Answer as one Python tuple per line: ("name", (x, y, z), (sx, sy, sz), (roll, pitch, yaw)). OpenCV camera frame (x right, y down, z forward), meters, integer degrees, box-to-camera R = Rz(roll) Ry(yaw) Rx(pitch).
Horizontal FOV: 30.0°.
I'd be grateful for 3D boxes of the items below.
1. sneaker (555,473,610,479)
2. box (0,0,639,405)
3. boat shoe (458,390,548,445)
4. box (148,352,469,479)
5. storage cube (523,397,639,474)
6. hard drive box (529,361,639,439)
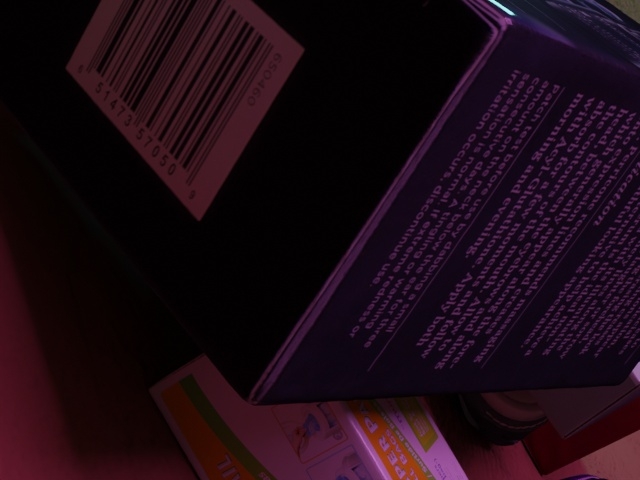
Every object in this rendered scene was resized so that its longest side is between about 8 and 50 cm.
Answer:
("sneaker", (0.240, 0.254, 1.076), (0.223, 0.098, 0.083), (21, 42, -57))
("box", (0.056, -0.079, 0.717), (0.395, 0.212, 0.293), (6, 33, -52))
("boat shoe", (0.126, 0.053, 1.151), (0.099, 0.116, 0.319), (102, -32, -52))
("box", (0.009, 0.138, 0.712), (0.203, 0.103, 0.114), (59, 21, 2))
("storage cube", (0.286, 0.104, 1.255), (0.184, 0.193, 0.215), (60, 20, 3))
("hard drive box", (0.211, 0.038, 1.050), (0.181, 0.089, 0.232), (-10, 62, -56))
